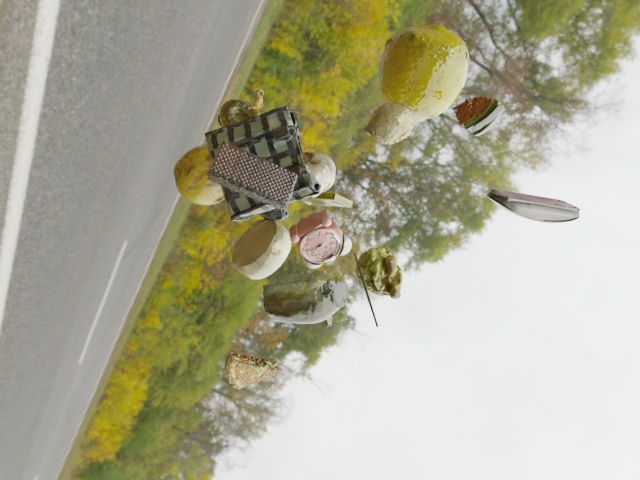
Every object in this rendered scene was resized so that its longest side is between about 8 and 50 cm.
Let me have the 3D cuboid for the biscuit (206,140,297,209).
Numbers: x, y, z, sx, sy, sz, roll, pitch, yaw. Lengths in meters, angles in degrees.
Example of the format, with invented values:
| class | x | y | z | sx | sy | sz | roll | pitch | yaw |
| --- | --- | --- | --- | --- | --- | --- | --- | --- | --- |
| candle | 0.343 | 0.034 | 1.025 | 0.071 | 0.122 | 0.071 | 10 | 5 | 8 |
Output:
| class | x | y | z | sx | sy | sz | roll | pitch | yaw |
| --- | --- | --- | --- | --- | --- | --- | --- | --- | --- |
| biscuit | -0.194 | -0.181 | 1.327 | 0.106 | 0.252 | 0.070 | -71 | -166 | -15 |

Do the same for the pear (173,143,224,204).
| class | x | y | z | sx | sy | sz | roll | pitch | yaw |
| --- | --- | --- | --- | --- | --- | --- | --- | --- | --- |
| pear | -0.521 | -0.291 | 2.128 | 0.281 | 0.281 | 0.281 | -58 | -168 | 20 |

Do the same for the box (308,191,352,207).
| class | x | y | z | sx | sy | sz | roll | pitch | yaw |
| --- | --- | --- | --- | --- | --- | --- | --- | --- | --- |
| box | 0.006 | -0.209 | 2.404 | 0.279 | 0.153 | 0.041 | 7 | -99 | 38 |

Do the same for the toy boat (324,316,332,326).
| class | x | y | z | sx | sy | sz | roll | pitch | yaw |
| --- | --- | --- | --- | --- | --- | --- | --- | --- | --- |
| toy boat | 0.024 | 0.320 | 2.153 | 0.049 | 0.047 | 0.149 | 165 | -84 | -65 |

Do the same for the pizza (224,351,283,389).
| class | x | y | z | sx | sy | sz | roll | pitch | yaw |
| --- | --- | --- | --- | --- | --- | --- | --- | --- | --- |
| pizza | -0.229 | 0.439 | 1.628 | 0.062 | 0.199 | 0.188 | -97 | -172 | -48 |

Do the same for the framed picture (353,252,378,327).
| class | x | y | z | sx | sy | sz | roll | pitch | yaw |
| --- | --- | --- | --- | --- | --- | --- | --- | --- | --- |
| framed picture | 0.183 | 0.192 | 1.934 | 0.013 | 0.244 | 0.324 | -17 | -172 | 4 |

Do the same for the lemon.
| class | x | y | z | sx | sy | sz | roll | pitch | yaw |
| --- | --- | --- | --- | --- | --- | --- | --- | --- | --- |
| lemon | 0.391 | -0.638 | 1.823 | 0.350 | 0.350 | 0.387 | -77 | 178 | -51 |

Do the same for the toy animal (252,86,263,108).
| class | x | y | z | sx | sy | sz | roll | pitch | yaw |
| --- | --- | --- | --- | --- | --- | --- | --- | --- | --- |
| toy animal | -0.272 | -0.616 | 2.038 | 0.081 | 0.060 | 0.083 | -38 | 145 | -43 |

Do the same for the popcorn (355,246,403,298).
| class | x | y | z | sx | sy | sz | roll | pitch | yaw |
| --- | --- | --- | --- | --- | --- | --- | --- | --- | --- |
| popcorn | 0.287 | 0.160 | 2.185 | 0.251 | 0.206 | 0.237 | 47 | -24 | 41 |

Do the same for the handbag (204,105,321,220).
| class | x | y | z | sx | sy | sz | roll | pitch | yaw |
| --- | --- | --- | --- | --- | --- | --- | --- | --- | --- |
| handbag | -0.197 | -0.264 | 1.620 | 0.327 | 0.325 | 0.162 | -18 | 180 | 20 |

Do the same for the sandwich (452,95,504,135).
| class | x | y | z | sx | sy | sz | roll | pitch | yaw |
| --- | --- | --- | --- | --- | --- | --- | --- | --- | --- |
| sandwich | 0.697 | -0.567 | 2.076 | 0.185 | 0.160 | 0.109 | -42 | 156 | 29 |

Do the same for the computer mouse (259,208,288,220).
| class | x | y | z | sx | sy | sz | roll | pitch | yaw |
| --- | --- | --- | --- | --- | --- | --- | --- | --- | --- |
| computer mouse | -0.238 | -0.155 | 2.037 | 0.086 | 0.137 | 0.270 | -34 | -154 | -20 |

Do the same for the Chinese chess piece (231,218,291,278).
| class | x | y | z | sx | sy | sz | roll | pitch | yaw |
| --- | --- | --- | --- | --- | --- | --- | --- | --- | --- |
| Chinese chess piece | -0.312 | 0.042 | 2.492 | 0.338 | 0.140 | 0.338 | -27 | -140 | 25 |

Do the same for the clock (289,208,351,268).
| class | x | y | z | sx | sy | sz | roll | pitch | yaw |
| --- | --- | --- | --- | --- | --- | --- | --- | --- | --- |
| clock | 0.000 | 0.000 | 1.472 | 0.166 | 0.162 | 0.093 | -27 | -150 | 11 |

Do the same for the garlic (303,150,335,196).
| class | x | y | z | sx | sy | sz | roll | pitch | yaw |
| --- | --- | --- | --- | --- | --- | --- | --- | --- | --- |
| garlic | -0.011 | -0.308 | 2.216 | 0.281 | 0.185 | 0.203 | -125 | -155 | -56 |

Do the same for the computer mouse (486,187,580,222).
| class | x | y | z | sx | sy | sz | roll | pitch | yaw |
| --- | --- | --- | --- | --- | --- | --- | --- | --- | --- |
| computer mouse | 0.709 | -0.111 | 1.582 | 0.158 | 0.310 | 0.072 | -114 | -147 | -66 |

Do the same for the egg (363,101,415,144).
| class | x | y | z | sx | sy | sz | roll | pitch | yaw |
| --- | --- | --- | --- | --- | --- | --- | --- | --- | --- |
| egg | 0.197 | -0.331 | 1.339 | 0.140 | 0.116 | 0.118 | -23 | -147 | -8 |

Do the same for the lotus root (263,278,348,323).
| class | x | y | z | sx | sy | sz | roll | pitch | yaw |
| --- | --- | --- | --- | --- | --- | --- | --- | --- | --- |
| lotus root | -0.033 | 0.219 | 1.684 | 0.267 | 0.260 | 0.149 | 19 | 68 | -72 |

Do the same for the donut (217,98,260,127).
| class | x | y | z | sx | sy | sz | roll | pitch | yaw |
| --- | --- | --- | --- | --- | --- | --- | --- | --- | --- |
| donut | -0.401 | -0.607 | 2.426 | 0.208 | 0.261 | 0.128 | -36 | 172 | -19 |
